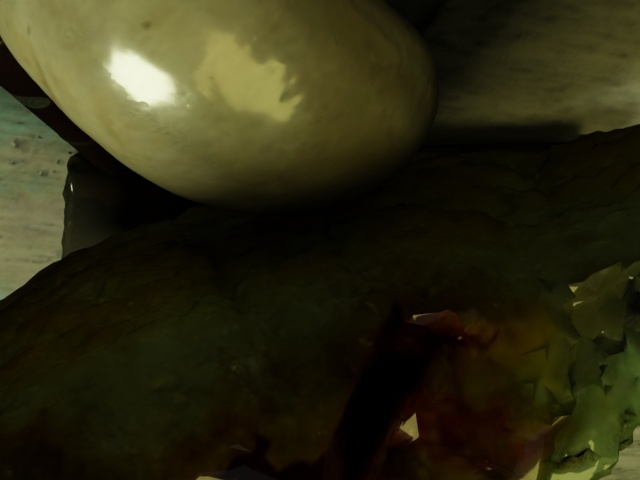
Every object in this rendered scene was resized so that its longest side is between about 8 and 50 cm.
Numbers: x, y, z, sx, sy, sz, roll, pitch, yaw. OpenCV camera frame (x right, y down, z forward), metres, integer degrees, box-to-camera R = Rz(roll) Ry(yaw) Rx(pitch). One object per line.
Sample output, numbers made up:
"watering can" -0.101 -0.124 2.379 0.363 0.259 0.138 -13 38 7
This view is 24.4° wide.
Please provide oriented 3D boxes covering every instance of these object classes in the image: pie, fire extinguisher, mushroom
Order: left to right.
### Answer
"fire extinguisher" -0.123 -0.084 0.697 0.078 0.045 0.157 -4 152 27
"mushroom" -0.021 -0.107 0.571 0.209 0.206 0.206 -23 148 -6
"pie" -0.008 0.067 0.640 0.418 0.180 0.395 -30 -164 -26

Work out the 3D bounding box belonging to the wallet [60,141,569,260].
"wallet" 0.000 0.000 0.875 0.309 0.042 0.165 -4 145 -15
